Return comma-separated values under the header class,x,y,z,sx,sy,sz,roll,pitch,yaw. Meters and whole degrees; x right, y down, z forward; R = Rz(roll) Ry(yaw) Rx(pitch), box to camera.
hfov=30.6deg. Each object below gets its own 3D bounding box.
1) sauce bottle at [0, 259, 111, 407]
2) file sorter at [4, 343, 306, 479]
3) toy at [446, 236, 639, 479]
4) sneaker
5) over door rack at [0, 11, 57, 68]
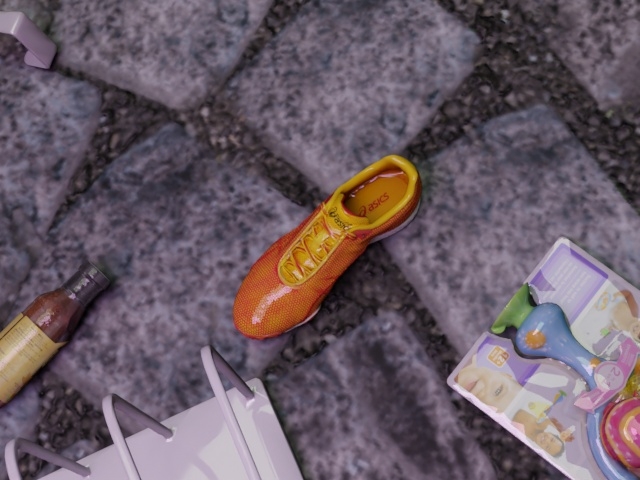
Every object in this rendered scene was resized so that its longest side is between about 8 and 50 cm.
class,x,y,z,sx,sy,sz,roll,pitch,yaw
sauce bottle,-0.208,0.069,0.864,0.128,0.042,0.042,-45,69,-8
file sorter,-0.140,0.211,0.730,0.277,0.173,0.193,-25,68,-1
toy,0.217,0.109,0.775,0.237,0.056,0.137,37,80,19
sneaker,0.000,0.000,0.845,0.064,0.067,0.175,42,82,19
over door rack,-0.404,-0.108,0.928,0.324,0.108,0.240,14,73,14
